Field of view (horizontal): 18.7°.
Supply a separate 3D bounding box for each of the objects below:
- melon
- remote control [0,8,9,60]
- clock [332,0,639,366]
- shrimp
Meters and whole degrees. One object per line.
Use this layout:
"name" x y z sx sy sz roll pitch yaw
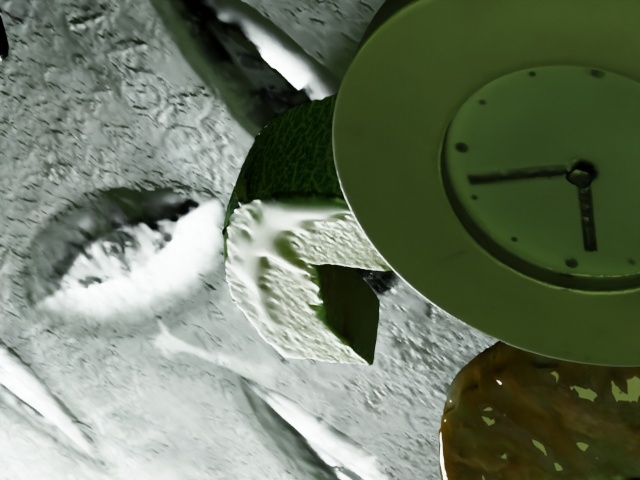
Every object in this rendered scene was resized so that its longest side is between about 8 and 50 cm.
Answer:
"melon" 0.000 0.000 1.065 0.118 0.064 0.209 20 147 12
"remote control" -0.340 -0.184 0.995 0.145 0.062 0.399 -1 160 42
"clock" 0.120 -0.035 0.892 0.235 0.029 0.235 12 134 12
"shrimp" 0.219 0.218 1.139 0.272 0.085 0.445 6 133 29
